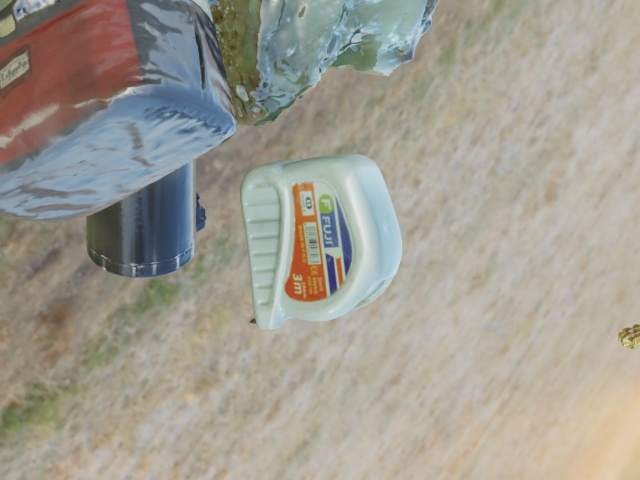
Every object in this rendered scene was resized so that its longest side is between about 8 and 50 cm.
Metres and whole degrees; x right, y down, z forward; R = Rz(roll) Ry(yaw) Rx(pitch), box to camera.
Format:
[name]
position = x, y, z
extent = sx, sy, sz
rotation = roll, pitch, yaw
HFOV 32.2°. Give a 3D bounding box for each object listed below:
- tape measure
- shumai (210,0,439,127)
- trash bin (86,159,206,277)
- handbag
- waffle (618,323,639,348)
[tape measure]
position = -0.001, 0.000, 1.607
extent = 0.125, 0.246, 0.243
rotation = -20, 105, -59
[shumai]
position = -0.006, -0.352, 1.460
extent = 0.323, 0.324, 0.398
rotation = -6, 112, -22
[trash bin]
position = -0.317, -0.113, 1.966
extent = 0.252, 0.203, 0.302
rotation = -20, 131, -32
[handbag]
position = -0.208, -0.141, 0.968
extent = 0.254, 0.182, 0.181
rotation = -27, 155, 31
[waffle]
position = 0.390, 0.112, 1.294
extent = 0.078, 0.085, 0.016
rotation = -28, 116, -54
